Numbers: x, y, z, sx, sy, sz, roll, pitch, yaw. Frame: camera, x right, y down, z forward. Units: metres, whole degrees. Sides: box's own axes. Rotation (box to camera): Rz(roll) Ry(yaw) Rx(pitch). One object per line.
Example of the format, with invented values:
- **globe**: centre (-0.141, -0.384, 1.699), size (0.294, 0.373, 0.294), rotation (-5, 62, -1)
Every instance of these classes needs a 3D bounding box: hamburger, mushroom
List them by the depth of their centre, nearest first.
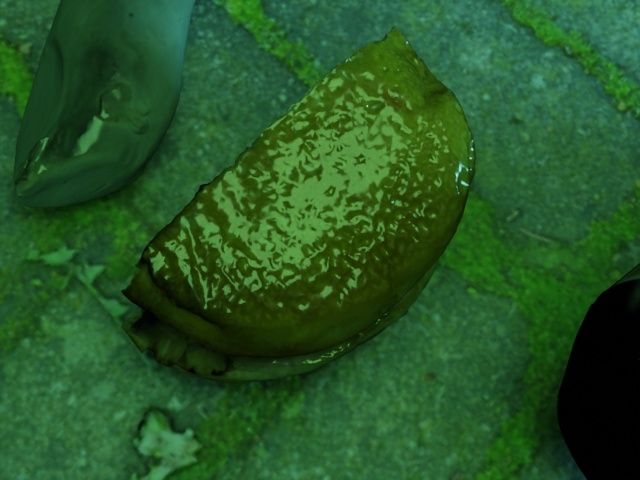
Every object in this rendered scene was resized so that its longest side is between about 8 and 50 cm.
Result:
- **hamburger**: centre (0.000, 0.000, 0.793), size (0.156, 0.144, 0.283), rotation (45, 77, 1)
- **mushroom**: centre (-0.137, -0.174, 0.857), size (0.109, 0.097, 0.351), rotation (19, 68, -1)

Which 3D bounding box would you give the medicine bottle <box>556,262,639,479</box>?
- **medicine bottle**: centre (0.364, 0.040, 0.775), size (0.395, 0.242, 0.242), rotation (-39, 80, -24)
